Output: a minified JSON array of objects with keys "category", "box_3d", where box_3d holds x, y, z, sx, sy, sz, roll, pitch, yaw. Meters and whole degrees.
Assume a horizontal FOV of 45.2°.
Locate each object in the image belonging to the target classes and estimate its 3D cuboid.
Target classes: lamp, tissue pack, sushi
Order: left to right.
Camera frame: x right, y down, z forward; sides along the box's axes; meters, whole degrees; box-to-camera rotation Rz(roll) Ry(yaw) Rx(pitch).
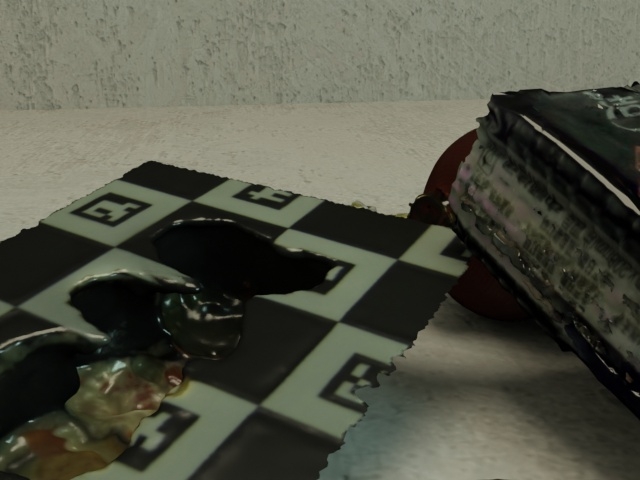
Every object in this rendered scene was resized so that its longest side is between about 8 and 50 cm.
[{"category":"sushi","box_3d":[-0.096,0.085,0.478,0.296,0.100,0.373,15,32,22]},{"category":"lamp","box_3d":[0.201,-0.026,0.668,0.258,0.180,0.180,-11,19,-24]},{"category":"tissue pack","box_3d":[0.258,0.027,0.448,0.245,0.123,0.332,-6,41,-28]}]

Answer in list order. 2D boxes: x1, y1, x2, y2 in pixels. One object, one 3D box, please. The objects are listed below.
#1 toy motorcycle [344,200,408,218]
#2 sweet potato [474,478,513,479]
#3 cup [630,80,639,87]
[{"category":"toy motorcycle","box_3d":[0.000,0.000,0.782,0.229,0.074,0.151,7,20,21]},{"category":"sweet potato","box_3d":[0.167,0.146,0.273,0.255,0.058,0.078,19,-1,35]},{"category":"cup","box_3d":[0.470,-0.046,0.855,0.256,0.255,0.178,6,-20,15]}]
